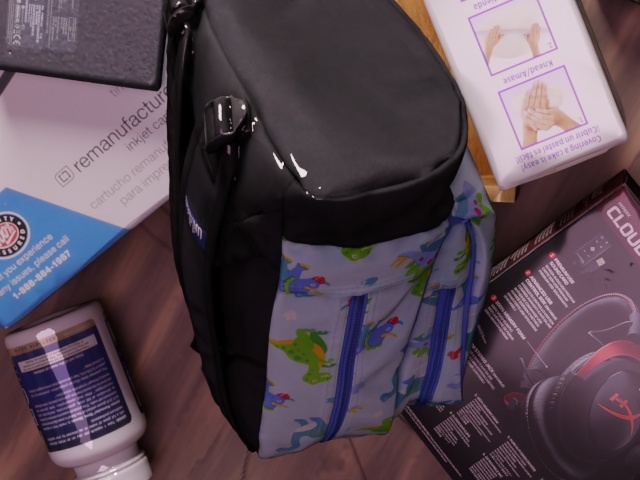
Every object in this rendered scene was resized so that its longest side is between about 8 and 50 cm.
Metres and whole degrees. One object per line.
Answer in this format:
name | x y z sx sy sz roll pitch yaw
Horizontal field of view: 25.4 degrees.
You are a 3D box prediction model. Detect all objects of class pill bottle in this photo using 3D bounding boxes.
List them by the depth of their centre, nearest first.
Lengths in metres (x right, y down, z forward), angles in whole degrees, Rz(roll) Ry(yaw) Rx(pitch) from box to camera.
pill bottle | -0.214 0.148 1.288 0.094 0.094 0.169 -20 94 14

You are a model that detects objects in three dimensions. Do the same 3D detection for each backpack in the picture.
backpack | 0.000 0.000 1.016 0.273 0.290 0.356 -3 132 -25

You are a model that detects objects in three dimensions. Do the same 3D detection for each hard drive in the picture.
hard drive | -0.182 -0.167 1.069 0.135 0.022 0.094 8 108 0

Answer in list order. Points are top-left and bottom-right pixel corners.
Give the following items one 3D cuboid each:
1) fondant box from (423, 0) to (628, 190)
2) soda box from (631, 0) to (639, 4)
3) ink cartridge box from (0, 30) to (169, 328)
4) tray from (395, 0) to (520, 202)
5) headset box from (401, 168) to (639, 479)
fondant box | 0.116 -0.215 1.008 0.096 0.238 0.330 -23 94 14
soda box | 0.303 -0.201 1.140 0.169 0.053 0.060 26 103 6
ink cartridge box | -0.276 -0.174 1.174 0.285 0.166 0.395 -38 102 15
tray | 0.069 -0.243 1.174 0.202 0.076 0.411 3 101 11
headset box | 0.224 0.098 1.177 0.293 0.110 0.218 -39 90 15
